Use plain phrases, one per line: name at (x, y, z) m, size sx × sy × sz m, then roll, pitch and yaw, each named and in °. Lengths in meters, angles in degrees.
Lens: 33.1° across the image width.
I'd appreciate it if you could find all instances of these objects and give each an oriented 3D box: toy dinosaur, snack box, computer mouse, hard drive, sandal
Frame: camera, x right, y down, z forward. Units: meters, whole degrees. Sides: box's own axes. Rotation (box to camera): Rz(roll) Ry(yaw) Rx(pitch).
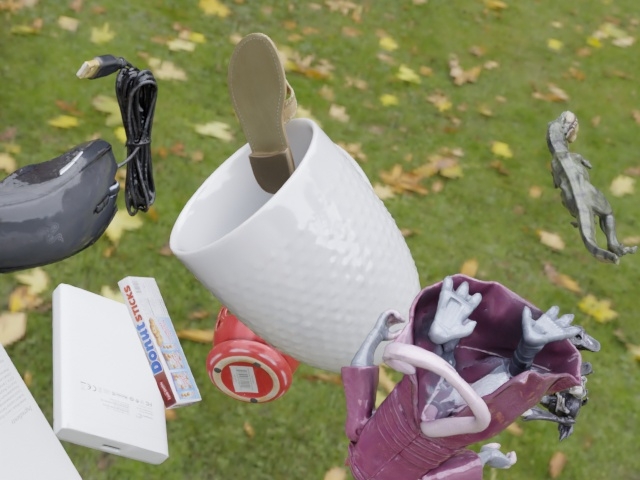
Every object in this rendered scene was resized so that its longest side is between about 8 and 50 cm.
toy dinosaur at (0.320, -0.037, 1.286) m, size 0.118 × 0.064 × 0.268 m, roll 49°, pitch 22°, yaw -41°
snack box at (-0.209, 0.131, 1.401) m, size 0.178 × 0.022 × 0.064 m, roll 67°, pitch 19°, yaw 13°
computer mouse at (-0.221, -0.078, 1.030) m, size 0.060 × 0.184 × 0.262 m, roll 12°, pitch 22°, yaw 23°
hard drive at (-0.421, 0.262, 2.142) m, size 0.233 × 0.047 × 0.353 m, roll 24°, pitch 36°, yaw -33°
sandal at (-0.073, -0.191, 1.561) m, size 0.088 × 0.240 × 0.079 m, roll 0°, pitch 25°, yaw 20°

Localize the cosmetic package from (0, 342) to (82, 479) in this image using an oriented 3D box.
cosmetic package at (-0.384, 0.275, 1.165) m, size 0.365 × 0.197 × 0.155 m, roll 61°, pitch 28°, yaw -6°

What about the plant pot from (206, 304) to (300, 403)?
plant pot at (-0.121, 0.210, 2.104) m, size 0.191 × 0.191 × 0.174 m, roll 15°, pitch 43°, yaw -2°

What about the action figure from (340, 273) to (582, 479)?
action figure at (0.130, 0.213, 1.222) m, size 0.248 × 0.370 × 0.275 m, roll 37°, pitch 36°, yaw 2°

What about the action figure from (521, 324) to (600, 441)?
action figure at (0.430, 0.259, 1.986) m, size 0.141 × 0.275 × 0.164 m, roll 15°, pitch 58°, yaw 13°

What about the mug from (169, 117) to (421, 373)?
mug at (0.000, 0.000, 1.620) m, size 0.328 × 0.276 × 0.374 m, roll 48°, pitch 38°, yaw -23°
